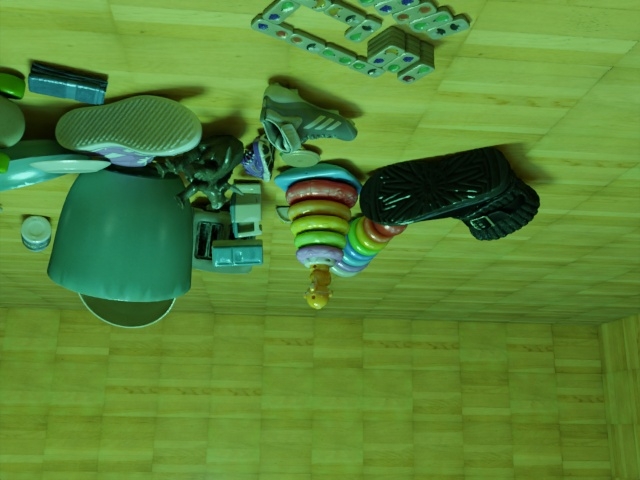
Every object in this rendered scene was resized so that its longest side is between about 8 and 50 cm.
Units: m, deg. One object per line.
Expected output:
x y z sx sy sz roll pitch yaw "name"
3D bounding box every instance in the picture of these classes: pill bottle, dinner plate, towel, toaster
-0.788 -0.015 1.866 0.078 0.078 0.137 7 163 -20 "pill bottle"
-0.456 -0.134 1.230 0.141 0.017 0.141 -2 -177 0 "dinner plate"
-0.409 -0.252 1.090 0.119 0.029 0.067 7 163 -23 "towel"
-0.256 0.005 1.700 0.167 0.186 0.110 7 180 -18 "toaster"

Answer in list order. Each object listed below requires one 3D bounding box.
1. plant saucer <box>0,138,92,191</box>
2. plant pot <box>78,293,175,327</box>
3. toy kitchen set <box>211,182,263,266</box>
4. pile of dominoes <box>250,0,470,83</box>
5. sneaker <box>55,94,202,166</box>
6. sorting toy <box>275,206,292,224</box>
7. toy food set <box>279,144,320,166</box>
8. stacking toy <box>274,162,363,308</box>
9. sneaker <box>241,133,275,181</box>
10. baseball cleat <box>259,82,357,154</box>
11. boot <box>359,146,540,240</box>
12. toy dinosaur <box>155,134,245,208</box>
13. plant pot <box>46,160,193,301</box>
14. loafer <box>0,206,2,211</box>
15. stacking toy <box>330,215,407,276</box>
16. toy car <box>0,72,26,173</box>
-0.606 -0.140 1.297 0.317 0.044 0.317 -16 -178 1 "plant saucer"
-0.530 0.082 1.933 0.283 0.284 0.191 1 -161 1 "plant pot"
-0.193 -0.015 1.531 0.122 0.207 0.166 -2 -155 -5 "toy kitchen set"
0.058 -0.284 0.930 0.251 0.040 0.196 11 161 -34 "pile of dominoes"
-0.311 -0.187 1.214 0.282 0.102 0.161 5 171 22 "sneaker"
-0.069 -0.065 1.736 0.083 0.045 0.075 -1 -177 8 "sorting toy"
-0.042 -0.171 1.373 0.083 0.020 0.082 8 163 -26 "toy food set"
0.000 0.000 1.460 0.175 0.302 0.165 -6 163 21 "stacking toy"
-0.128 -0.160 1.341 0.071 0.068 0.170 10 163 -4 "sneaker"
-0.024 -0.188 1.150 0.205 0.110 0.072 20 170 -37 "baseball cleat"
0.287 -0.079 1.480 0.347 0.131 0.260 -8 162 28 "boot"
-0.210 -0.151 1.282 0.160 0.121 0.313 -34 174 -28 "toy dinosaur"
-0.396 -0.034 1.388 0.292 0.235 0.293 11 -167 -3 "plant pot"
-0.879 -0.073 1.732 0.125 0.045 0.039 -6 170 14 "loafer"
0.129 -0.015 1.754 0.141 0.141 0.330 8 157 -24 "stacking toy"
-0.588 -0.197 1.106 0.148 0.155 0.188 16 171 -42 "toy car"
